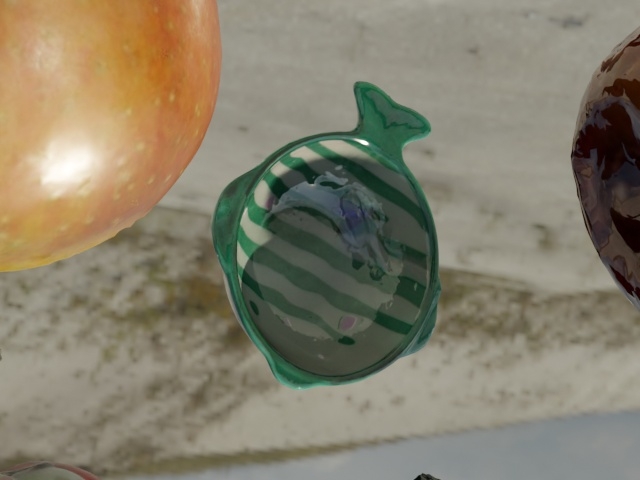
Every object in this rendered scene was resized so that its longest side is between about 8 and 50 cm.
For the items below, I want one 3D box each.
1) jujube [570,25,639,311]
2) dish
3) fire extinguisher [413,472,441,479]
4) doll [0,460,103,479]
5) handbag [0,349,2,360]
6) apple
[{"bbox_3d":[0.219,-0.031,0.536,0.255,0.190,0.190,-9,-174,-17],"label":"jujube"},{"bbox_3d":[0.000,0.000,1.246,0.224,0.246,0.078,29,164,-29],"label":"dish"},{"bbox_3d":[0.108,0.216,1.249,0.083,0.038,0.025,35,168,-7],"label":"fire extinguisher"},{"bbox_3d":[-0.201,0.219,0.985,0.183,0.160,0.363,-15,167,33],"label":"doll"},{"bbox_3d":[-0.454,0.085,1.376,0.253,0.109,0.316,-6,-167,-31],"label":"handbag"},{"bbox_3d":[-0.154,-0.087,0.598,0.235,0.173,0.210,1,-156,9],"label":"apple"}]
